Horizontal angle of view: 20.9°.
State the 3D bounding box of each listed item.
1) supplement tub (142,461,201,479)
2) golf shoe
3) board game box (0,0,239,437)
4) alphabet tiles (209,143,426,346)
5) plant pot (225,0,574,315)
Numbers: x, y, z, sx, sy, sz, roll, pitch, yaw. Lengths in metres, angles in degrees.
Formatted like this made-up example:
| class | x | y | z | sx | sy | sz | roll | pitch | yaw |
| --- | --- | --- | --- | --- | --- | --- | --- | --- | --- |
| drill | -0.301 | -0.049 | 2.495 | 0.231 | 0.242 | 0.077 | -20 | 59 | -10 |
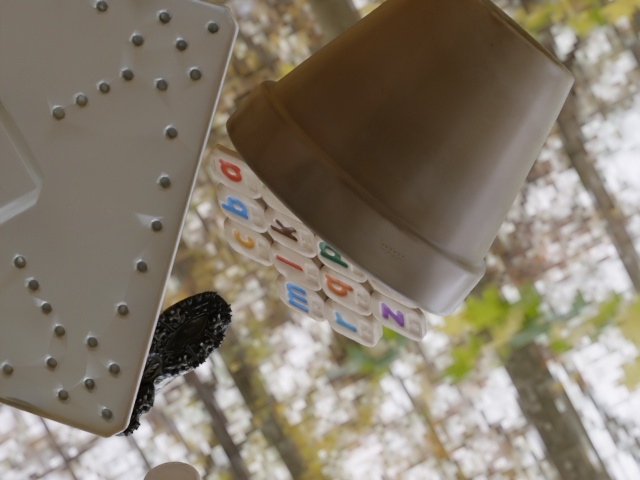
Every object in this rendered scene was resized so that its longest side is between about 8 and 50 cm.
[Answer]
| class | x | y | z | sx | sy | sz | roll | pitch | yaw |
| --- | --- | --- | --- | --- | --- | --- | --- | --- | --- |
| supplement tub | -0.166 | 0.315 | 2.006 | 0.071 | 0.107 | 0.071 | -4 | -145 | 3 |
| golf shoe | -0.185 | 0.128 | 1.933 | 0.198 | 0.077 | 0.094 | -43 | -166 | -10 |
| board game box | -0.299 | -0.069 | 1.499 | 0.390 | 0.390 | 0.050 | 18 | -167 | 5 |
| alphabet tiles | 0.000 | 0.000 | 1.912 | 0.278 | 0.284 | 0.021 | 25 | -124 | 27 |
| plant pot | 0.107 | -0.127 | 1.839 | 0.280 | 0.323 | 0.323 | -49 | -176 | 13 |
